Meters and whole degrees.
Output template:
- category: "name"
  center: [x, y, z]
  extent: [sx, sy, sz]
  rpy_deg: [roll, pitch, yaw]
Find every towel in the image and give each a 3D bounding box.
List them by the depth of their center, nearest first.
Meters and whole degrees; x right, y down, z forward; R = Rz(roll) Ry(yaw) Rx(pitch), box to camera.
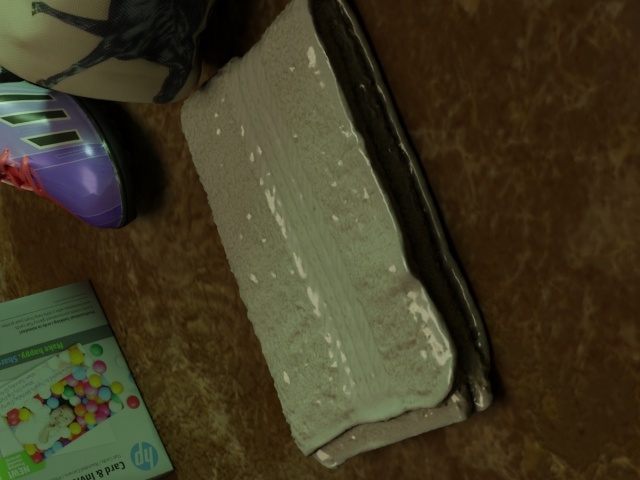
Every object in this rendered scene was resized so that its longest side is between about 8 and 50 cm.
- category: "towel"
  center: [0.000, 0.000, 0.843]
  extent: [0.187, 0.049, 0.282]
  rpy_deg: [-32, 77, 50]

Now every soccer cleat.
- category: "soccer cleat"
  center: [-0.267, -0.089, 1.080]
  extent: [0.318, 0.116, 0.109]
  rpy_deg: [38, 136, 38]

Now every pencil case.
- category: "pencil case"
  center: [-0.120, -0.277, 0.805]
  extent: [0.183, 0.160, 0.410]
  rpy_deg: [52, 137, 39]

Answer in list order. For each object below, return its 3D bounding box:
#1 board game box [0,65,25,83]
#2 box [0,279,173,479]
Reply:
- category: "board game box"
  center: [-0.229, -0.220, 1.000]
  extent: [0.026, 0.126, 0.186]
  rpy_deg: [-3, 103, 10]
- category: "box"
  center: [-0.226, 0.137, 1.092]
  extent: [0.038, 0.145, 0.186]
  rpy_deg: [-42, 69, 50]
